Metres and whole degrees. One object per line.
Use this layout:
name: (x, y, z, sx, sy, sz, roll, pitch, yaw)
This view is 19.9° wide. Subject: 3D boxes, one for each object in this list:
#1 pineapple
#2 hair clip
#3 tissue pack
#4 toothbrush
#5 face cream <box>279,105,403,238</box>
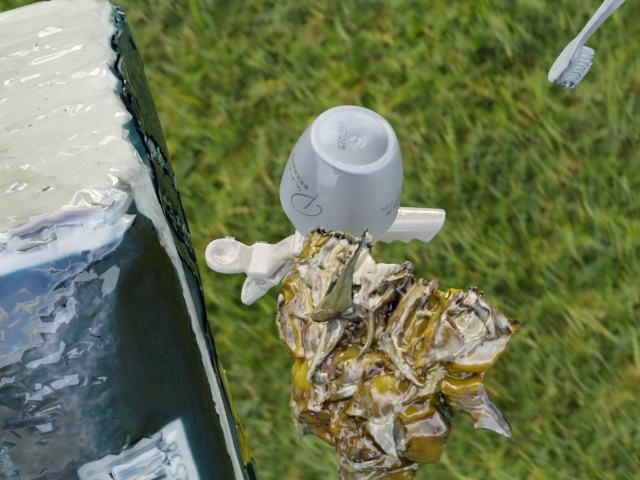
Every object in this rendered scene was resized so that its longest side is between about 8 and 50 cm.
pineapple: (0.026, 0.085, 1.247, 0.158, 0.334, 0.161, 35, 87, -9)
hair clip: (0.000, 0.000, 1.520, 0.226, 0.072, 0.034, -19, 46, 36)
tissue pack: (-0.158, 0.129, 0.904, 0.264, 0.416, 0.253, -17, 31, -3)
toothbrush: (0.266, -0.225, 1.479, 0.288, 0.024, 0.021, 124, 150, -42)
face cream: (0.018, -0.046, 1.353, 0.091, 0.095, 0.091, 5, 54, -7)
